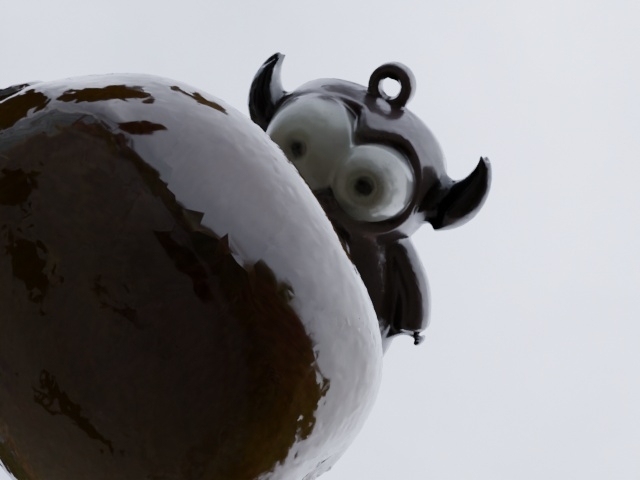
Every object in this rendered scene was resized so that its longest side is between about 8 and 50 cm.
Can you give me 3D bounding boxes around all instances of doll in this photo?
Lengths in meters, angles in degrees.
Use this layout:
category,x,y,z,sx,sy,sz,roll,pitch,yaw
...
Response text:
category,x,y,z,sx,sy,sz,roll,pitch,yaw
doll,0.000,0.001,1.130,0.182,0.117,0.257,30,-65,16

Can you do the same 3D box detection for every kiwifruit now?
category,x,y,z,sx,sy,sz,roll,pitch,yaw
kiwifruit,-0.084,0.027,0.792,0.234,0.196,0.196,53,-45,4
